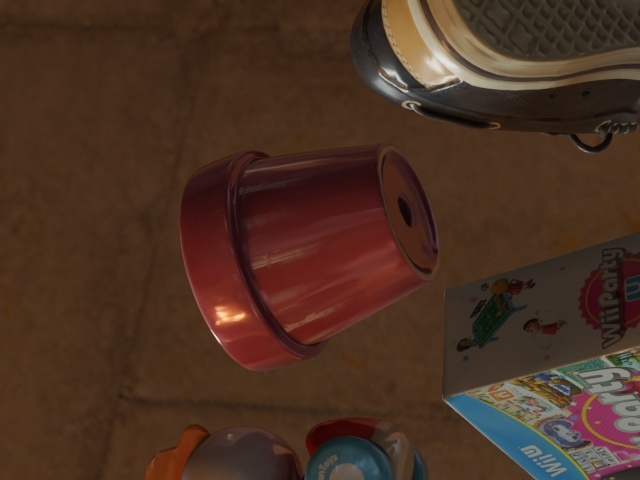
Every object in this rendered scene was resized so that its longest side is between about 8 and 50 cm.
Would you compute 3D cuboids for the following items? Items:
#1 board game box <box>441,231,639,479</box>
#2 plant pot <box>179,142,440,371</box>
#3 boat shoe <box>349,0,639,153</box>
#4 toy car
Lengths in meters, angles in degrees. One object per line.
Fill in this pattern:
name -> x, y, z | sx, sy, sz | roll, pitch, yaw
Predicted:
board game box -> 0.269, 0.081, 0.973 | 0.303, 0.224, 0.097 | -19, -131, 30
plant pot -> 0.000, 0.000, 1.272 | 0.180, 0.201, 0.201 | -18, -125, 23
boat shoe -> 0.233, -0.174, 1.177 | 0.500, 0.156, 0.187 | -5, -103, -38
toy car -> -0.044, 0.248, 1.258 | 0.238, 0.219, 0.210 | 8, -95, 14
